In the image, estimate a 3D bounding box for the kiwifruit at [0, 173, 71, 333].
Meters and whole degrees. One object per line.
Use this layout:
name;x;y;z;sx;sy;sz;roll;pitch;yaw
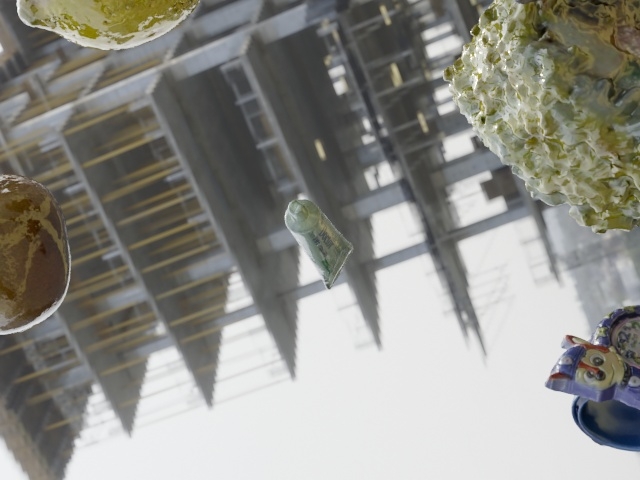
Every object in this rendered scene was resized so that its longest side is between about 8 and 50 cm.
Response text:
kiwifruit;-0.458;0.025;1.657;0.196;0.195;0.234;-85;-11;-64

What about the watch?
watch;0.421;0.200;1.561;0.200;0.196;0.171;82;-151;-47

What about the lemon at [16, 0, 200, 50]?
lemon;-0.274;-0.384;1.514;0.258;0.310;0.258;37;155;20

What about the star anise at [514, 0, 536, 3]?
star anise;0.257;-0.310;1.017;0.110;0.198;0.258;88;-160;-74

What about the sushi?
sushi;0.363;-0.222;1.350;0.351;0.396;0.240;50;154;10

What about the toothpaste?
toothpaste;0.000;0.000;1.321;0.064;0.041;0.218;-60;-23;-10
